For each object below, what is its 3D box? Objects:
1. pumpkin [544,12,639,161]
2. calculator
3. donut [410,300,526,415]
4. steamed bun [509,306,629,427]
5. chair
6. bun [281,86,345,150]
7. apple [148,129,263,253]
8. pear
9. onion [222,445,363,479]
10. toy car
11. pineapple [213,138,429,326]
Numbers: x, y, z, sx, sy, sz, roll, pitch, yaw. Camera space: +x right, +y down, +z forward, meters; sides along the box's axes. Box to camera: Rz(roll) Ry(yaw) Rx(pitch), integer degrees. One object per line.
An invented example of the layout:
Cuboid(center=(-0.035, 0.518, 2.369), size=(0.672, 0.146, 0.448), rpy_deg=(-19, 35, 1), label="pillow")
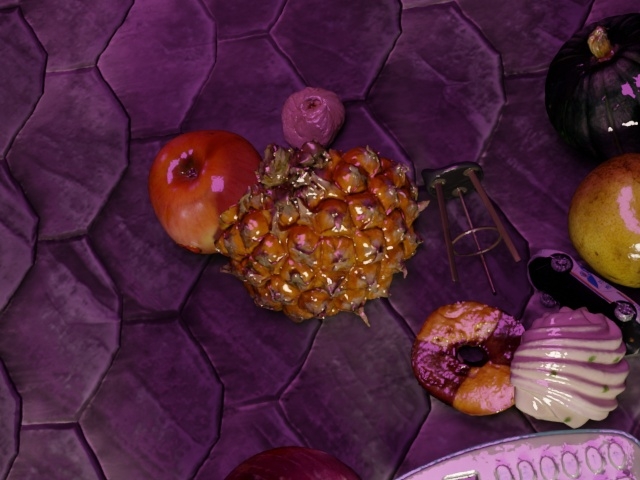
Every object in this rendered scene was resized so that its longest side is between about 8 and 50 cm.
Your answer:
Cuboid(center=(0.451, -0.236, 1.763), size=(0.250, 0.216, 0.250), rpy_deg=(-27, 36, 22), label="pumpkin")
Cuboid(center=(0.295, 0.393, 1.614), size=(0.386, 0.054, 0.256), rpy_deg=(-14, 63, 8), label="calculator")
Cuboid(center=(0.226, 0.176, 1.718), size=(0.184, 0.073, 0.166), rpy_deg=(12, 71, 21), label="donut")
Cuboid(center=(0.348, 0.176, 1.617), size=(0.183, 0.183, 0.106), rpy_deg=(-52, 34, -10), label="steamed bun")
Cuboid(center=(0.228, -0.035, 1.790), size=(0.095, 0.104, 0.221), rpy_deg=(-37, 54, 27), label="chair")
Cuboid(center=(-0.016, -0.204, 1.959), size=(0.115, 0.069, 0.115), rpy_deg=(-7, 65, 15), label="bun")
Cuboid(center=(-0.178, -0.080, 1.895), size=(0.209, 0.164, 0.209), rpy_deg=(-7, 64, 15), label="apple")
Cuboid(center=(0.449, -0.026, 1.688), size=(0.197, 0.197, 0.197), rpy_deg=(-6, 65, 13), label="pear")
Cuboid(center=(-0.052, 0.401, 1.599), size=(0.272, 0.230, 0.256), rpy_deg=(-16, 55, 29), label="onion")
Cuboid(center=(0.385, 0.084, 1.705), size=(0.056, 0.095, 0.205), rpy_deg=(-33, 58, -28), label="toy car")
Cuboid(center=(-0.001, -0.002, 1.743), size=(0.344, 0.286, 0.209), rpy_deg=(-29, 62, 3), label="pineapple")
